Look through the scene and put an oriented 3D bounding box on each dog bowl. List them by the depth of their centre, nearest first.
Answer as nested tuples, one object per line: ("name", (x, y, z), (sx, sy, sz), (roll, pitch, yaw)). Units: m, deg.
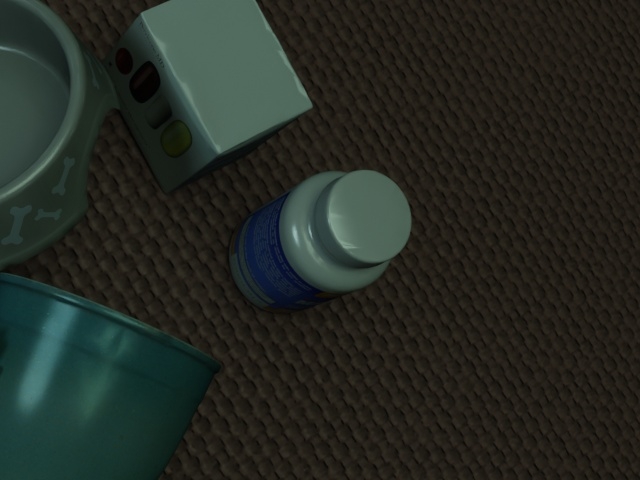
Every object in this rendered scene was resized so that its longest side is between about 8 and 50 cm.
("dog bowl", (-0.400, -0.136, 1.258), (0.348, 0.102, 0.349), (-1, 65, 3))

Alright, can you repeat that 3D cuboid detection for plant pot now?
("plant pot", (-0.284, 0.205, 1.260), (0.271, 0.271, 0.255), (27, 76, -19))

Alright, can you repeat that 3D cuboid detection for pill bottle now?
("pill bottle", (0.000, 0.000, 1.427), (0.152, 0.272, 0.152), (6, 76, -25))

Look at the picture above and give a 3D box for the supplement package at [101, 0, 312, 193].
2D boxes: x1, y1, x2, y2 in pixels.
("supplement package", (-0.151, -0.192, 1.435), (0.149, 0.203, 0.194), (-30, 92, -28))
